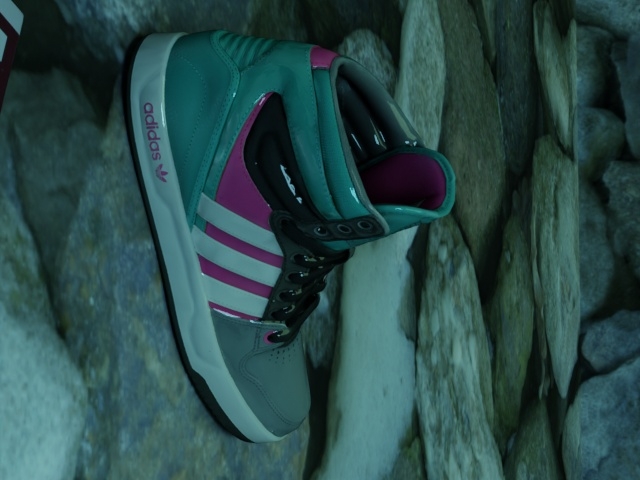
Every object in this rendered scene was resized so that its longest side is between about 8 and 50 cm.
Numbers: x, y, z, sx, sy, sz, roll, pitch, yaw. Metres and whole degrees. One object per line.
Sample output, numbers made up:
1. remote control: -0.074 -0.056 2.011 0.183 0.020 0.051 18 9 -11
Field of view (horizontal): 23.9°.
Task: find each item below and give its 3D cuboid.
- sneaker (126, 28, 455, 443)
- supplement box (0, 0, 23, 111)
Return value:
1. sneaker: 0.000 0.000 0.962 0.124 0.178 0.295 -62 144 -55
2. supplement box: -0.197 -0.022 0.582 0.130 0.073 0.239 54 37 -55
